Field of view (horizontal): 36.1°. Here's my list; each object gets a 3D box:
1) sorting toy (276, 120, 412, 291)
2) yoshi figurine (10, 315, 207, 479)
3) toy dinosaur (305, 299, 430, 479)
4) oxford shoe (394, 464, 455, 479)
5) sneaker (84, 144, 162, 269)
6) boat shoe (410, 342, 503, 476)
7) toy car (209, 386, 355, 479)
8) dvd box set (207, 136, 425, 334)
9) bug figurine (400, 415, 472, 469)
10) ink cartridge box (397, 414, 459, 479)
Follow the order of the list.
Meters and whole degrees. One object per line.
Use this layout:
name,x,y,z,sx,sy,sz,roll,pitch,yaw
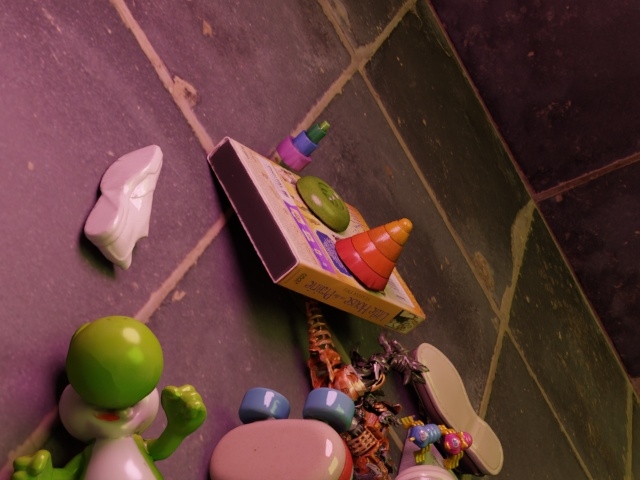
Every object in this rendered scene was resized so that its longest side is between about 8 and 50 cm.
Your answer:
sorting toy,0.053,-0.082,1.765,0.127,0.126,0.365,22,30,-55
yoshi figurine,-0.232,0.238,1.123,0.204,0.203,0.362,23,44,-51
toy dinosaur,0.064,0.258,1.716,0.218,0.164,0.321,-23,108,-48
oxford shoe,0.218,0.575,1.659,0.130,0.169,0.449,-88,160,-57
sneaker,-0.274,-0.048,1.429,0.094,0.080,0.212,61,32,-37
boat shoe,0.259,0.357,2.030,0.324,0.097,0.116,56,43,-15
toy car,-0.027,0.368,1.423,0.238,0.210,0.219,60,36,-40
dvd box set,0.000,0.000,1.774,0.420,0.062,0.307,25,28,-52
bug figurine,0.252,0.445,1.836,0.216,0.072,0.279,-3,69,-61
ink cartridge box,0.257,0.553,1.909,0.324,0.071,0.330,55,31,-21
